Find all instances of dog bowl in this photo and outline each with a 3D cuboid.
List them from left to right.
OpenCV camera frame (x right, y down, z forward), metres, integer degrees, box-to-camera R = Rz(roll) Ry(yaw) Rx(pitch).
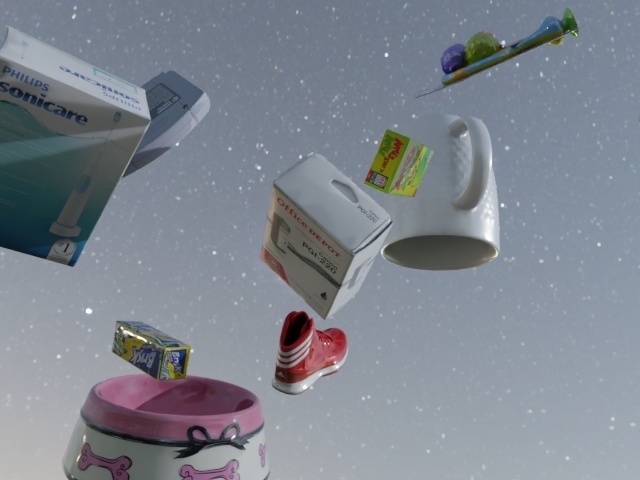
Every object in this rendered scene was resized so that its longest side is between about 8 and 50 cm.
[{"bbox_3d":[-0.295,0.379,1.205,0.407,0.150,0.408,7,-1,0],"label":"dog bowl"}]

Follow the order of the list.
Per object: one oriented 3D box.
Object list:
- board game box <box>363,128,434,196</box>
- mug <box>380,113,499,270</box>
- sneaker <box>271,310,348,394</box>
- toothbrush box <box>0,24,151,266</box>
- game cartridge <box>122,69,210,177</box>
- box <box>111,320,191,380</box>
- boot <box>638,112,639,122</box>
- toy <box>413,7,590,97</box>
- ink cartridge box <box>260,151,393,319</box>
[{"bbox_3d":[0.135,-0.124,0.997,0.043,0.092,0.181,27,12,19],"label":"board game box"},{"bbox_3d":[0.295,-0.137,1.399,0.276,0.328,0.374,7,-19,-10],"label":"mug"},{"bbox_3d":[-0.005,0.178,1.085,0.087,0.221,0.128,15,-68,21],"label":"sneaker"},{"bbox_3d":[-0.423,-0.131,0.908,0.216,0.126,0.296,20,-63,-33],"label":"toothbrush box"},{"bbox_3d":[-0.410,-0.270,1.391,0.198,0.297,0.062,40,-16,30],"label":"game cartridge"},{"bbox_3d":[-0.293,0.187,1.027,0.168,0.059,0.054,13,4,44],"label":"box"},{"bbox_3d":[0.673,-0.190,0.998,0.258,0.123,0.095,30,-11,23],"label":"boot"},{"bbox_3d":[0.239,-0.270,0.846,0.237,0.137,0.056,-17,-78,13],"label":"toy"},{"bbox_3d":[0.000,0.000,0.891,0.158,0.092,0.218,42,-31,15],"label":"ink cartridge box"}]
